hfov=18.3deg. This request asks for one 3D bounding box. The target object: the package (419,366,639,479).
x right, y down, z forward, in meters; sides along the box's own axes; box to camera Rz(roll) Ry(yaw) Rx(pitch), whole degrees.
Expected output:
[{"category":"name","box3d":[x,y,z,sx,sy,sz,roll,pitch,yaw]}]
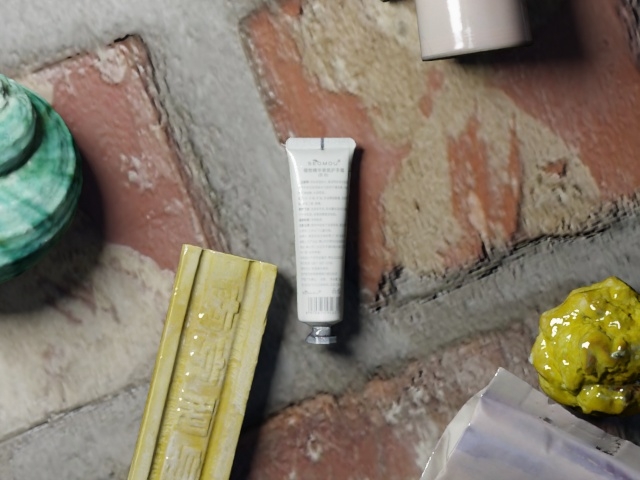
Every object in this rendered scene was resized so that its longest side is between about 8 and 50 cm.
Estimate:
[{"category":"package","box3d":[0.190,0.268,1.934,0.204,0.062,0.251,29,103,-13]}]

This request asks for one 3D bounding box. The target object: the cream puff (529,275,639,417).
[{"category":"cream puff","box3d":[0.284,0.109,1.904,0.146,0.116,0.146,-2,97,-15]}]

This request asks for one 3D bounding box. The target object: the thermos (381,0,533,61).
[{"category":"thermos","box3d":[0.116,-0.265,1.842,0.137,0.105,0.193,-8,94,20]}]

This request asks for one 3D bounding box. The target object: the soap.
[{"category":"soap","box3d":[-0.113,0.133,1.862,0.092,0.037,0.252,12,93,-12]}]

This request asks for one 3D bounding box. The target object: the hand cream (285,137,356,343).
[{"category":"hand cream","box3d":[0.000,0.000,1.873,0.067,0.042,0.194,0,91,-4]}]

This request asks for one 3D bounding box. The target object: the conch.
[{"category":"conch","box3d":[-0.298,-0.059,1.744,0.196,0.134,0.202,-34,123,-43]}]
